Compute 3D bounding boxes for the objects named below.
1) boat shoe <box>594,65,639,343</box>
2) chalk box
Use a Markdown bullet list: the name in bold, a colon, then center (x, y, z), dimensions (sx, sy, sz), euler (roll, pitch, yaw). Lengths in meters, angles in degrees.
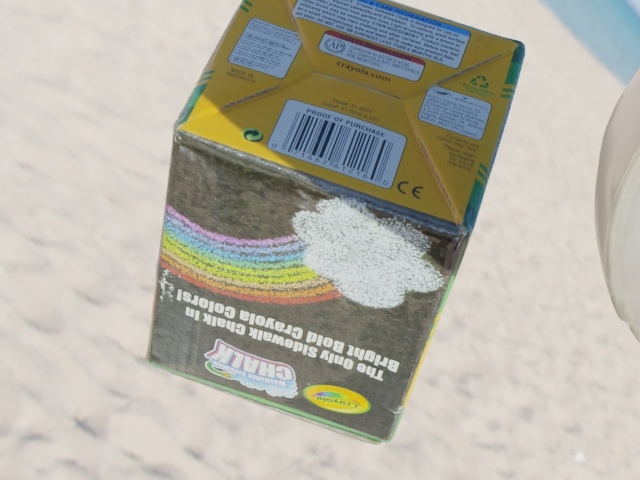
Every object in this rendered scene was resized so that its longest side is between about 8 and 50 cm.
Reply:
- **boat shoe**: center (0.184, -0.024, 0.516), dimensions (0.340, 0.127, 0.158), euler (50, 32, -52)
- **chalk box**: center (0.000, 0.000, 0.844), dimensions (0.180, 0.289, 0.179), euler (19, 49, 3)
